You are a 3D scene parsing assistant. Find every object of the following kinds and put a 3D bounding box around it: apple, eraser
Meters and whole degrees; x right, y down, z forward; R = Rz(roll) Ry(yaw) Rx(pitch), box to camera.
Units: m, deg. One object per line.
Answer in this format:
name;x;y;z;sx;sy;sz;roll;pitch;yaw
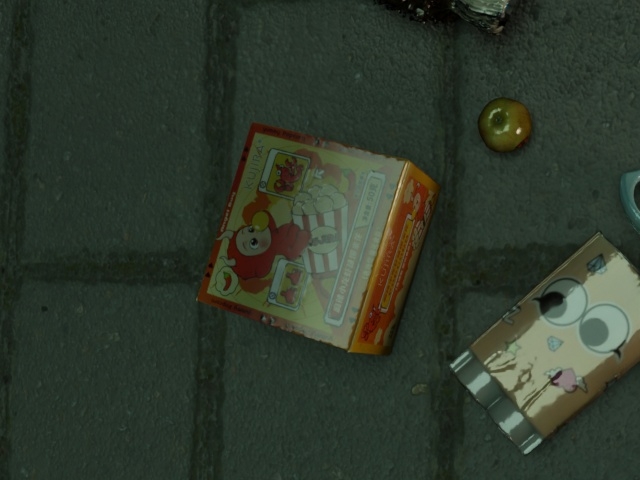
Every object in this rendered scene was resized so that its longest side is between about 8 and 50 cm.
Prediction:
apple;0.273;-0.172;1.538;0.084;0.071;0.084;-3;80;19
eraser;0.344;0.147;1.463;0.290;0.087;0.171;-43;70;9

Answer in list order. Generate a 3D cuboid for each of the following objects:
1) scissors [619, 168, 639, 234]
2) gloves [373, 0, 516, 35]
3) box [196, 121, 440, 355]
scissors;0.476;0.054;1.390;0.191;0.029;0.360;15;70;3
gloves;0.173;-0.433;1.575;0.312;0.135;0.210;17;93;23
box;0.000;0.000;1.543;0.260;0.214;0.283;16;89;23
